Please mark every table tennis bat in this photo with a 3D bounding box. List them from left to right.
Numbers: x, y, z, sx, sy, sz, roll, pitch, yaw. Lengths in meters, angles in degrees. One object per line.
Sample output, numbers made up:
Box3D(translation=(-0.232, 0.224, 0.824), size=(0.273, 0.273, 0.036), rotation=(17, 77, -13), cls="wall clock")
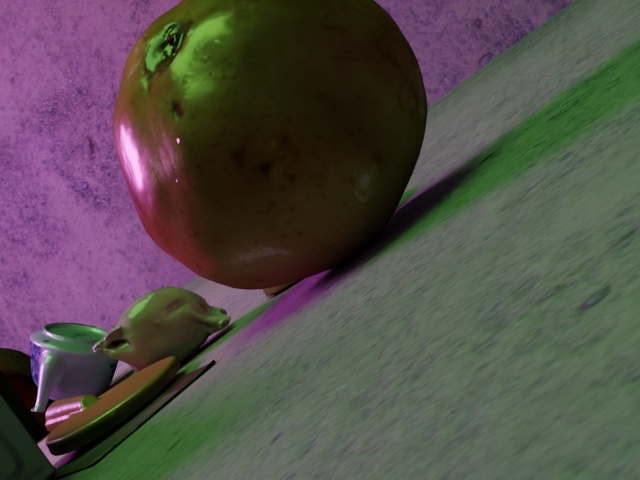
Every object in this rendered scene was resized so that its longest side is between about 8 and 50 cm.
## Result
Box3D(translation=(-0.295, 0.220, 1.858), size=(0.198, 0.050, 0.321), rotation=(-38, 8, -31), cls="table tennis bat")

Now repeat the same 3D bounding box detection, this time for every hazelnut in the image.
Box3D(translation=(-0.559, 0.294, 2.457), size=(0.208, 0.208, 0.208), rotation=(-36, 4, 3), cls="hazelnut")

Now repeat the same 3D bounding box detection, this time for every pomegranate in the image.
Box3D(translation=(-0.053, -0.128, 1.740), size=(0.411, 0.411, 0.411), rotation=(-36, 4, 3), cls="pomegranate")

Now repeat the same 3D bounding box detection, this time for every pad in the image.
Box3D(translation=(-0.258, 0.235, 1.755), size=(0.202, 0.005, 0.299), rotation=(-39, 5, -31), cls="pad")

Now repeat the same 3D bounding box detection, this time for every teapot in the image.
Box3D(translation=(-0.419, 0.223, 2.382), size=(0.159, 0.159, 0.232), rotation=(-35, -8, 19), cls="teapot")

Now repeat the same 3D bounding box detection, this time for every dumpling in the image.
Box3D(translation=(-0.217, 0.125, 1.953), size=(0.199, 0.118, 0.136), rotation=(-8, -1, 6), cls="dumpling")

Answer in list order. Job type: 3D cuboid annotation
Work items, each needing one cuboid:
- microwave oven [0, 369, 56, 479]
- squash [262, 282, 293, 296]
Box3D(translation=(-0.460, 0.269, 1.611), size=(0.286, 0.218, 0.355), rotation=(-37, 4, -18), cls="microwave oven")
Box3D(translation=(0.003, 0.004, 1.965), size=(0.219, 0.041, 0.219), rotation=(-34, 9, 6), cls="squash")
